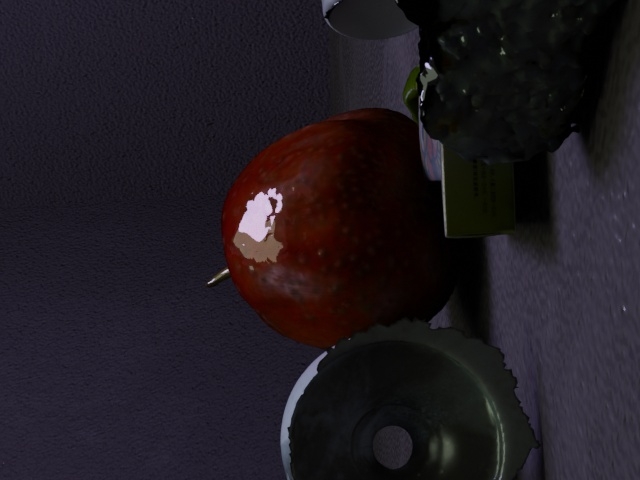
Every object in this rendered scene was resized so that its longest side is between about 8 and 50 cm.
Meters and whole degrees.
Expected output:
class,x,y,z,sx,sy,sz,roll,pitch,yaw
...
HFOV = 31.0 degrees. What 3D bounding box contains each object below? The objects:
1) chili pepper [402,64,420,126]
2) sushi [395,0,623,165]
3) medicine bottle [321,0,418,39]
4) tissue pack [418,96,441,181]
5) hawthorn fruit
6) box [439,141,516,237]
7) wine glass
class,x,y,z,sx,sy,sz,roll,pitch,yaw
chili pepper,0.128,-0.189,1.437,0.052,0.050,0.202,-57,-2,-4
sushi,0.110,-0.153,0.763,0.212,0.147,0.115,84,180,-52
medicine bottle,0.064,-0.399,1.474,0.143,0.143,0.258,95,170,-72
tissue pack,0.136,-0.113,1.164,0.148,0.060,0.109,-118,23,-85
hawthorn fruit,0.000,0.000,1.341,0.287,0.330,0.287,44,-144,-44
box,0.131,-0.136,0.997,0.175,0.062,0.261,-29,-65,-83
wine glass,0.073,0.197,1.150,0.323,0.238,0.238,89,177,-84
